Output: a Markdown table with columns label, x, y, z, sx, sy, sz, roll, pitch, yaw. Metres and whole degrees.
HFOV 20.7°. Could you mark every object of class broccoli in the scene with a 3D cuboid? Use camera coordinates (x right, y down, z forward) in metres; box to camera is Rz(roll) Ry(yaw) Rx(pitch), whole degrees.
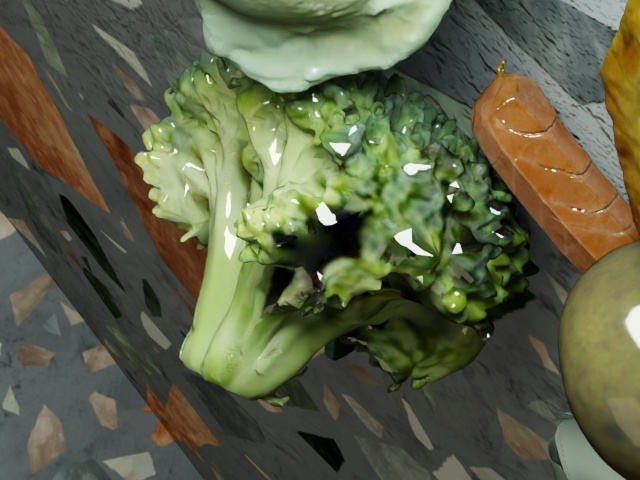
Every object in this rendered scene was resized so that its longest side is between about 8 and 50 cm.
| label | x | y | z | sx | sy | sz | roll | pitch | yaw |
| --- | --- | --- | --- | --- | --- | --- | --- | --- | --- |
| broccoli | -0.010 | -0.005 | 1.398 | 0.348 | 0.280 | 0.293 | 26 | -179 | 12 |

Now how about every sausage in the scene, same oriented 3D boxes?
| label | x | y | z | sx | sy | sz | roll | pitch | yaw |
| --- | --- | --- | --- | --- | --- | --- | --- | --- | --- |
| sausage | 0.171 | -0.056 | 1.317 | 0.169 | 0.065 | 0.065 | 51 | 161 | -4 |

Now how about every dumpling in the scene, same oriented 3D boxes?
| label | x | y | z | sx | sy | sz | roll | pitch | yaw |
| --- | --- | --- | --- | --- | --- | --- | --- | --- | --- |
| dumpling | -0.028 | -0.261 | 1.162 | 0.270 | 0.212 | 0.320 | 47 | 171 | 37 |

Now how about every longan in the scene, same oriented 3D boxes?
| label | x | y | z | sx | sy | sz | roll | pitch | yaw |
| --- | --- | --- | --- | --- | --- | --- | --- | --- | --- |
| longan | 0.251 | 0.090 | 1.236 | 0.187 | 0.167 | 0.167 | 49 | 161 | 8 |

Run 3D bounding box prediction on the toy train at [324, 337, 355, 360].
| label | x | y | z | sx | sy | sz | roll | pitch | yaw |
| --- | --- | --- | --- | --- | --- | --- | --- | --- | --- |
| toy train | -0.006 | -0.021 | 1.696 | 0.178 | 0.138 | 0.330 | 35 | 155 | 16 |

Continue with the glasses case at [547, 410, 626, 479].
| label | x | y | z | sx | sy | sz | roll | pitch | yaw |
| --- | --- | --- | --- | --- | --- | --- | --- | --- | --- |
| glasses case | 0.305 | 0.262 | 1.521 | 0.308 | 0.083 | 0.128 | 27 | 128 | 49 |

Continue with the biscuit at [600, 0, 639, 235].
| label | x | y | z | sx | sy | sz | roll | pitch | yaw |
| --- | --- | --- | --- | --- | --- | --- | --- | --- | --- |
| biscuit | 0.291 | -0.029 | 1.022 | 0.359 | 0.046 | 0.359 | 48 | 151 | 38 |
